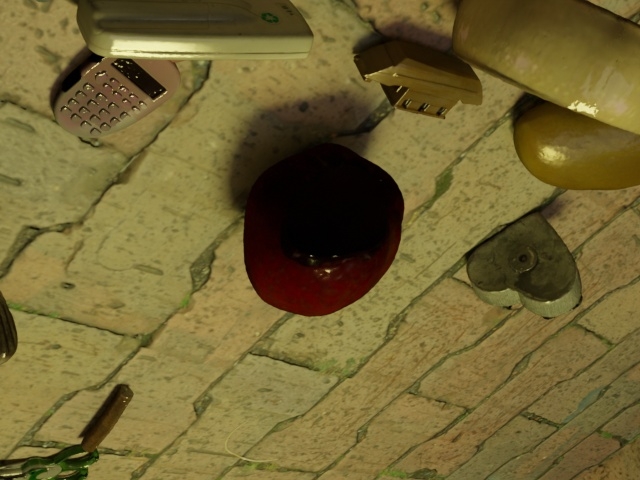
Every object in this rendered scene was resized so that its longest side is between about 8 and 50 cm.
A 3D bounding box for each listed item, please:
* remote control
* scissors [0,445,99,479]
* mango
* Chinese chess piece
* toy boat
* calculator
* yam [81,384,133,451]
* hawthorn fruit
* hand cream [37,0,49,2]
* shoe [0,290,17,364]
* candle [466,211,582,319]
[{"bbox_3d":[-0.121,-0.219,0.898,0.230,0.090,0.049,-6,135,-29],"label":"remote control"},{"bbox_3d":[-0.462,0.373,1.463,0.204,0.027,0.101,4,131,-42],"label":"scissors"},{"bbox_3d":[0.442,-0.157,1.352,0.332,0.142,0.195,-16,140,-7],"label":"mango"},{"bbox_3d":[0.284,-0.218,1.035,0.270,0.270,0.112,7,113,-41],"label":"Chinese chess piece"},{"bbox_3d":[0.123,-0.199,1.132,0.201,0.057,0.077,6,138,-41],"label":"toy boat"},{"bbox_3d":[-0.209,-0.167,0.960,0.166,0.024,0.103,-34,145,11],"label":"calculator"},{"bbox_3d":[-0.338,0.284,1.437,0.032,0.032,0.145,8,130,-42],"label":"yam"},{"bbox_3d":[0.000,0.000,1.169,0.215,0.215,0.249,-12,140,-24],"label":"hawthorn fruit"},{"bbox_3d":[-0.235,-0.304,0.740,0.088,0.055,0.256,-30,149,-13],"label":"hand cream"},{"bbox_3d":[-0.516,0.111,0.963,0.198,0.171,0.351,-40,143,20],"label":"shoe"},{"bbox_3d":[0.352,0.038,1.532,0.068,0.192,0.168,52,53,-55],"label":"candle"}]
